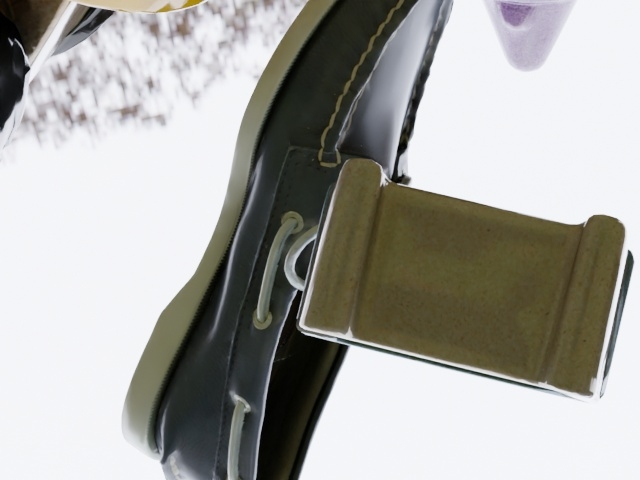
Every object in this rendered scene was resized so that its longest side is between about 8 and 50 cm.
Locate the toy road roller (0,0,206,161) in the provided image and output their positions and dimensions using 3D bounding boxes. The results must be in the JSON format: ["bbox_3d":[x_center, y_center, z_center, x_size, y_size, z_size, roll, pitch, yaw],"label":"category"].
[{"bbox_3d":[-0.151,-0.179,0.434,0.329,0.241,0.202,33,-150,-8],"label":"toy road roller"}]

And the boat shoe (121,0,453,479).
[{"bbox_3d":[0.000,0.000,0.624,0.079,0.255,0.095,35,-161,23],"label":"boat shoe"}]

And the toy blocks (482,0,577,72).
[{"bbox_3d":[0.225,-0.164,0.714,0.308,0.260,0.288,4,-153,11],"label":"toy blocks"}]

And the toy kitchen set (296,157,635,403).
[{"bbox_3d":[0.059,0.102,0.398,0.166,0.122,0.207,13,-96,5],"label":"toy kitchen set"}]
